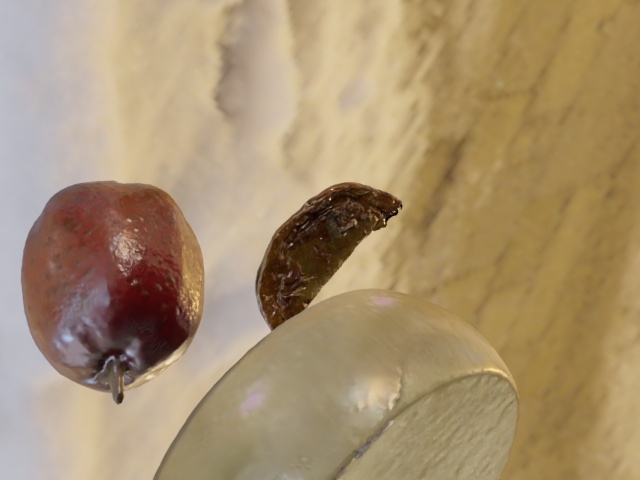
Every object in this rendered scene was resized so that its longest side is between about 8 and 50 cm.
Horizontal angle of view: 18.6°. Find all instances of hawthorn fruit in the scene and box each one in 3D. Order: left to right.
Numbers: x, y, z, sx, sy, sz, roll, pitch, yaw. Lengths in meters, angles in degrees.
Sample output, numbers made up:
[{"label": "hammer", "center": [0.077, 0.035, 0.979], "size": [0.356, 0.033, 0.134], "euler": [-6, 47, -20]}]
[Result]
[{"label": "hawthorn fruit", "center": [-0.222, 0.059, 2.057], "size": [0.215, 0.215, 0.249], "euler": [81, 9, -58]}]

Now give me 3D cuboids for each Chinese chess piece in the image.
[{"label": "Chinese chess piece", "center": [0.006, 0.144, 1.141], "size": [0.251, 0.097, 0.251], "euler": [-36, 149, -26]}]

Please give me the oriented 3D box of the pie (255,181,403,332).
[{"label": "pie", "center": [-0.002, 0.000, 1.824], "size": [0.191, 0.033, 0.088], "euler": [-46, 129, -23]}]
